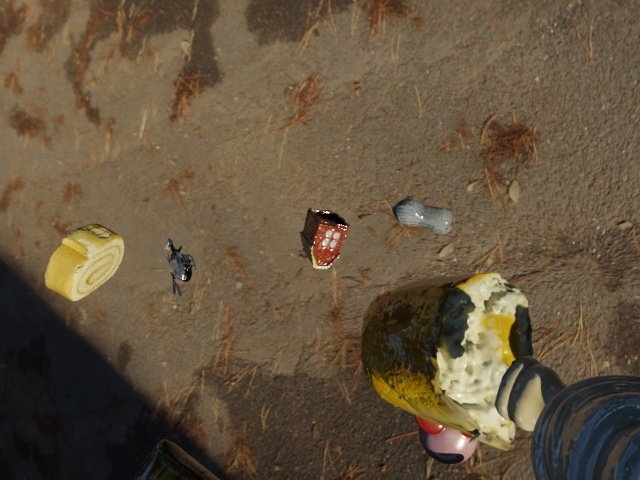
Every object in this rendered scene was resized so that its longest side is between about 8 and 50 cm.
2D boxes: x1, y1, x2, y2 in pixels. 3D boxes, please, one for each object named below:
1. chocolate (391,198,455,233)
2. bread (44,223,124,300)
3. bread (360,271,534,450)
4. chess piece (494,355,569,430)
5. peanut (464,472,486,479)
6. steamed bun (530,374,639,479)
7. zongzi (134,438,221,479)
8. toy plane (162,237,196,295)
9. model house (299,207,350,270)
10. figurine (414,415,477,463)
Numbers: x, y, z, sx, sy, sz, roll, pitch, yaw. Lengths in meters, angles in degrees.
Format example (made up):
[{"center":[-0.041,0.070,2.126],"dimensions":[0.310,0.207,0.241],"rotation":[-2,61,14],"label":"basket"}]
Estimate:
[{"center":[0.269,-0.063,1.170],"dimensions":[0.167,0.072,0.072],"rotation":[18,96,4],"label":"chocolate"},{"center":[-0.443,0.034,0.838],"dimensions":[0.073,0.149,0.122],"rotation":[26,119,4],"label":"bread"},{"center":[0.256,0.263,1.046],"dimensions":[0.394,0.250,0.360],"rotation":[-13,72,55],"label":"bread"},{"center":[0.443,0.297,0.606],"dimensions":[0.397,0.117,0.117],"rotation":[24,99,51],"label":"chess piece"},{"center":[0.517,0.870,1.454],"dimensions":[0.100,0.099,0.214],"rotation":[-28,31,27],"label":"peanut"},{"center":[0.244,0.160,0.297],"dimensions":[0.183,0.183,0.106],"rotation":[23,96,30],"label":"steamed bun"},{"center":[-0.383,0.666,1.058],"dimensions":[0.286,0.300,0.138],"rotation":[15,129,36],"label":"zongzi"},{"center":[-0.245,0.037,0.761],"dimensions":[0.049,0.031,0.120],"rotation":[-48,50,21],"label":"toy plane"},{"center":[0.000,0.000,2.028],"dimensions":[0.253,0.160,0.196],"rotation":[-69,25,16],"label":"model house"},{"center":[0.472,0.715,1.658],"dimensions":[0.270,0.261,0.211],"rotation":[4,66,9],"label":"figurine"}]
